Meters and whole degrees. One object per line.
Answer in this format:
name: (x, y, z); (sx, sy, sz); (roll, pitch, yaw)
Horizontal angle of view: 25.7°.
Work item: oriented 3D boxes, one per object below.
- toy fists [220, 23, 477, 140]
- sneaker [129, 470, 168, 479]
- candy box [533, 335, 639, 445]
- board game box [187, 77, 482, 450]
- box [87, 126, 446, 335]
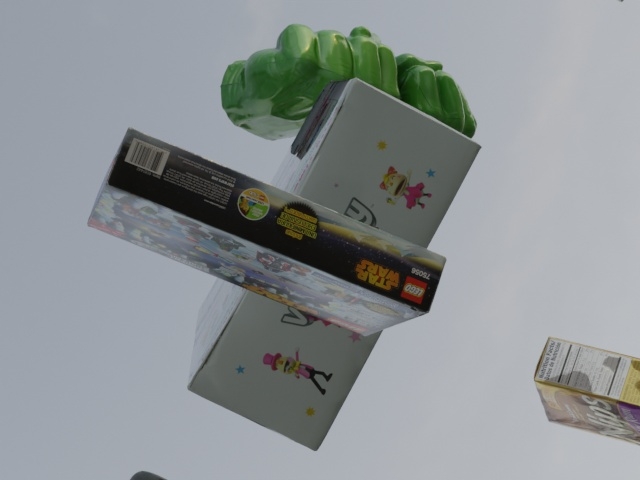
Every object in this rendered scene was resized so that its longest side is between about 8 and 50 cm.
toy fists: (0.042, -0.139, 1.366); (0.279, 0.142, 0.096); (17, -110, -46)
sneaker: (-0.252, 0.416, 1.379); (0.182, 0.158, 0.410); (-19, -44, -55)
candy box: (0.304, 0.155, 1.333); (0.053, 0.187, 0.109); (-66, -27, -21)
board game box: (0.000, 0.000, 1.008); (0.224, 0.097, 0.303); (-62, 5, 5)
box: (-0.026, 0.000, 0.585); (0.094, 0.137, 0.027); (145, 146, -74)
